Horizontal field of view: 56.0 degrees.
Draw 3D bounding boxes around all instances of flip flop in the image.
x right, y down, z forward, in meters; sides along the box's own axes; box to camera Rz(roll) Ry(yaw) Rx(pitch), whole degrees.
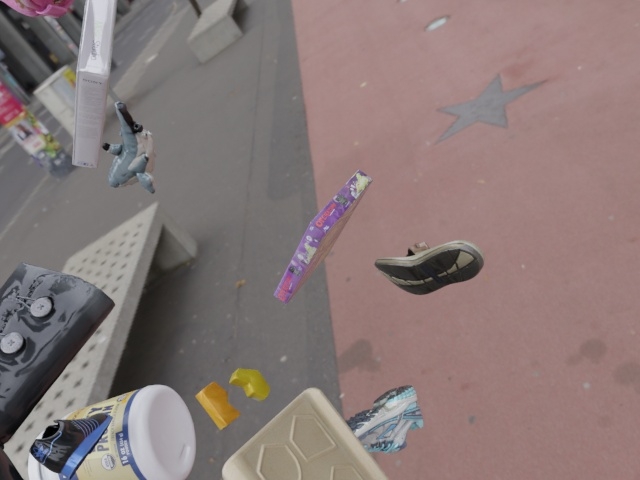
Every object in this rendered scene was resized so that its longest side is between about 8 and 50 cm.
[{"bbox_3d":[0.222,0.041,1.227,0.277,0.112,0.080,-24,30,53],"label":"flip flop"}]

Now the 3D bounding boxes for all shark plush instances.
[{"bbox_3d":[-0.257,-0.116,0.801,0.161,0.067,0.073,122,146,-69],"label":"shark plush"}]

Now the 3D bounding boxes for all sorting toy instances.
[{"bbox_3d":[-0.043,0.317,0.889,0.041,0.307,0.229,-44,-10,35],"label":"sorting toy"}]

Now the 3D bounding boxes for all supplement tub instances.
[{"bbox_3d":[-0.472,0.480,1.376,0.316,0.228,0.228,-21,31,13],"label":"supplement tub"}]

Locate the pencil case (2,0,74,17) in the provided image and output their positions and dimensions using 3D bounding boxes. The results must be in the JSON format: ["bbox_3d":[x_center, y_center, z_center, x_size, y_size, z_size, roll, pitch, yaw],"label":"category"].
[{"bbox_3d":[-0.531,-0.469,0.859,0.167,0.385,0.160,118,176,-53],"label":"pencil case"}]

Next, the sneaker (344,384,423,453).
[{"bbox_3d":[0.140,0.445,1.390,0.282,0.122,0.110,-23,-6,-35],"label":"sneaker"}]

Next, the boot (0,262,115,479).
[{"bbox_3d":[-0.505,0.275,1.062,0.366,0.146,0.445,23,51,7],"label":"boot"}]

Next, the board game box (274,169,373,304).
[{"bbox_3d":[0.000,0.000,1.446,0.208,0.056,0.347,-54,-4,-37],"label":"board game box"}]

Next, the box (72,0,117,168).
[{"bbox_3d":[-0.443,-0.320,1.180,0.322,0.058,0.233,135,137,-56],"label":"box"}]

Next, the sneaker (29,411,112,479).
[{"bbox_3d":[-0.467,0.367,1.142,0.081,0.090,0.232,-58,5,-3],"label":"sneaker"}]
